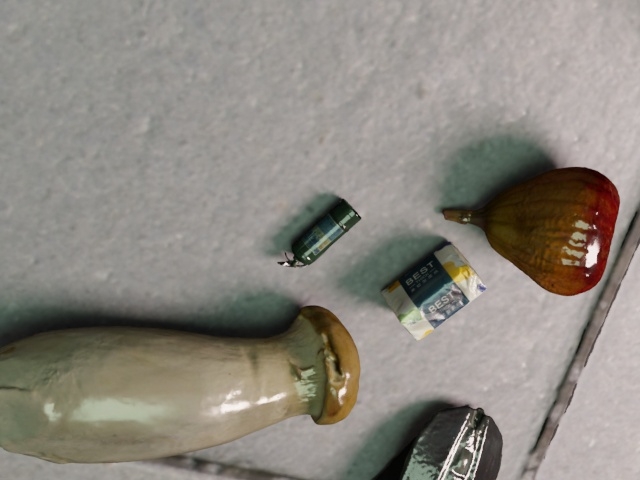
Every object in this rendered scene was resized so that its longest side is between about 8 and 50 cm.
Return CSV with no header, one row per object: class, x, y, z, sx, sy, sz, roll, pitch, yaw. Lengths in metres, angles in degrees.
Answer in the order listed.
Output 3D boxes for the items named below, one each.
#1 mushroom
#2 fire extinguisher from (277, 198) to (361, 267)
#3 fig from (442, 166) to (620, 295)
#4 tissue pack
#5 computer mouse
mushroom,-0.135,0.130,1.466,0.350,0.128,0.128,-7,115,-15
fire extinguisher,0.000,0.000,1.495,0.083,0.025,0.038,-41,140,6
fig,0.205,-0.009,1.518,0.119,0.153,0.119,-7,98,-52
tissue pack,0.104,0.046,1.521,0.083,0.062,0.042,-38,121,5
computer mouse,0.110,0.250,1.616,0.106,0.062,0.192,24,107,-23
